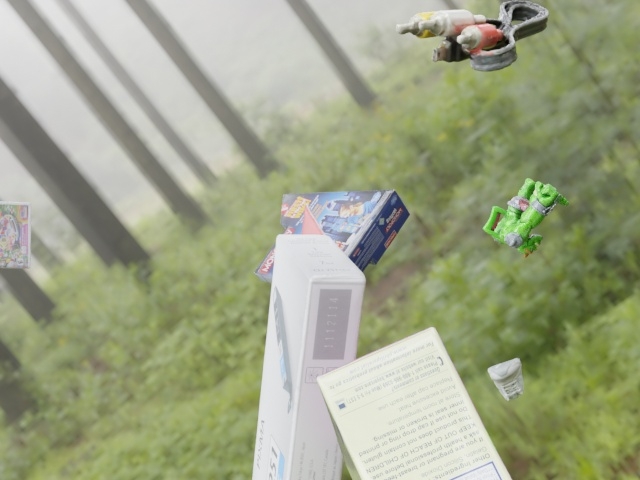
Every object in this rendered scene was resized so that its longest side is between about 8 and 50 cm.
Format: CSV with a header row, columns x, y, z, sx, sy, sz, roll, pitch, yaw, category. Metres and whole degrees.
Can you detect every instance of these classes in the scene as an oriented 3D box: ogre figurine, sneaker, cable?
x,y,z,sx,sy,sz,roll,pitch,yaw,category
0.335,-0.041,2.422,0.118,0.097,0.197,-54,24,1,ogre figurine
0.309,0.227,2.384,0.054,0.061,0.152,-19,-12,10,sneaker
0.233,-0.281,1.903,0.139,0.072,0.287,21,32,36,cable

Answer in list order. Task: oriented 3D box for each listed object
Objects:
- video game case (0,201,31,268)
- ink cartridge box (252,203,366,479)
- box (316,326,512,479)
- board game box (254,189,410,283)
x,y,z,sx,sy,sz,roll,pitch,yaw,category
-0.437,-0.008,1.905,0.122,0.087,0.011,2,-5,-26,video game case
-0.029,0.134,1.585,0.066,0.296,0.261,2,18,-16,ink cartridge box
0.107,0.239,1.316,0.117,0.243,0.213,-23,-29,-4,box
0.000,0.000,2.166,0.194,0.060,0.194,13,58,43,board game box
